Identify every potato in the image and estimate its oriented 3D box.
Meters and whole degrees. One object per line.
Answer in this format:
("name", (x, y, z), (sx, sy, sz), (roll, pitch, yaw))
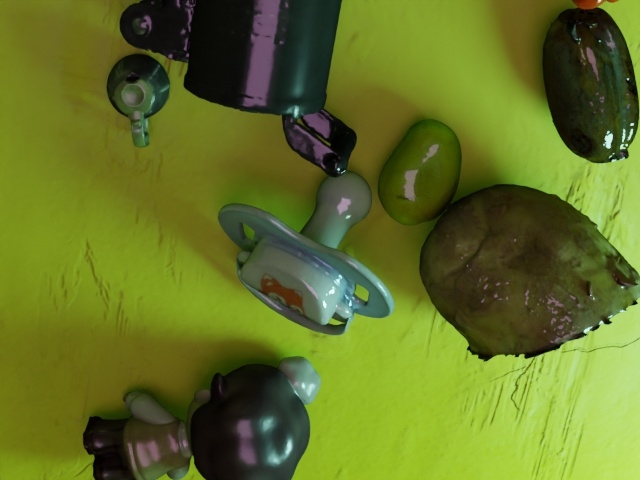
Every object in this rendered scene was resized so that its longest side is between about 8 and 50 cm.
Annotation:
("potato", (0.299, 0.025, 1.589), (0.288, 0.301, 0.237), (-26, 95, -27))

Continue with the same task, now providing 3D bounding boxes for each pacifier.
("pacifier", (0.000, 0.000, 1.601), (0.299, 0.244, 0.233), (29, 75, 9))

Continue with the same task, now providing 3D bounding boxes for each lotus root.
("lotus root", (0.397, -0.228, 1.556), (0.124, 0.123, 0.241), (-22, 115, -13))

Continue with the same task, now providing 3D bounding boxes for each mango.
("mango", (0.157, -0.098, 1.605), (0.117, 0.089, 0.163), (32, 104, -11))

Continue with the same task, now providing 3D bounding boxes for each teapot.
("teapot", (-0.259, -0.204, 1.536), (0.092, 0.091, 0.124), (-29, 109, 9))

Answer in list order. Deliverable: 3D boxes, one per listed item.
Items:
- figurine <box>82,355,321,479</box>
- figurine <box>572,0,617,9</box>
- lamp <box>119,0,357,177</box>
("figurine", (-0.186, 0.319, 1.722), (0.364, 0.206, 0.218), (-9, 90, 25))
("figurine", (0.477, -0.487, 1.430), (0.411, 0.241, 0.306), (-15, 136, -17))
("lamp", (-0.065, -0.301, 1.449), (0.374, 0.205, 0.272), (29, 111, -3))
